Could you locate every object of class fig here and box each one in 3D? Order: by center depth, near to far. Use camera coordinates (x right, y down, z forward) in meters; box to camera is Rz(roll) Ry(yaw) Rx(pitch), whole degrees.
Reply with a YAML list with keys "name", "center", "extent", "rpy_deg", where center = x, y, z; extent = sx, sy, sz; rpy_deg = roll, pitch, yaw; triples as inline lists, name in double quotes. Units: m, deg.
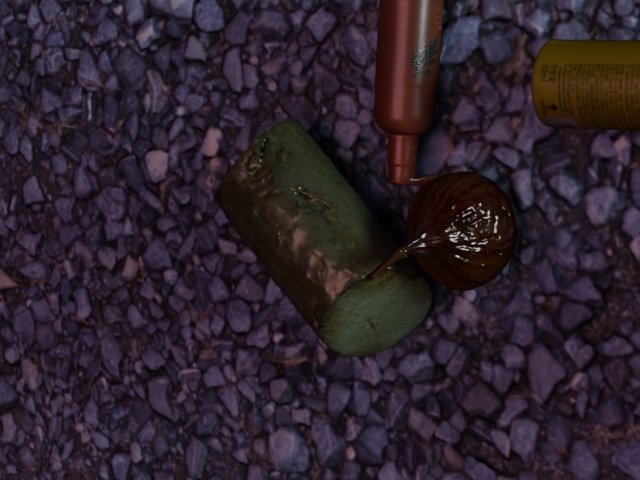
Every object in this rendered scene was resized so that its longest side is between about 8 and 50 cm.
- name: "fig"
  center: [0.139, -0.009, 1.795]
  extent: [0.134, 0.201, 0.146]
  rpy_deg: [-38, 68, 42]

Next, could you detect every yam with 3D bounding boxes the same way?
- name: "yam"
  center: [0.000, 0.000, 1.910]
  extent: [0.168, 0.168, 0.304]
  rpy_deg: [-49, 67, 29]

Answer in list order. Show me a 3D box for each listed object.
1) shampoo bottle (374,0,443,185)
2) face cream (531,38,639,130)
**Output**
- name: "shampoo bottle"
  center: [0.110, -0.191, 1.861]
  extent: [0.085, 0.085, 0.244]
  rpy_deg: [8, 102, 33]
- name: "face cream"
  center: [0.411, -0.170, 1.641]
  extent: [0.349, 0.105, 0.105]
  rpy_deg: [6, 99, 34]
